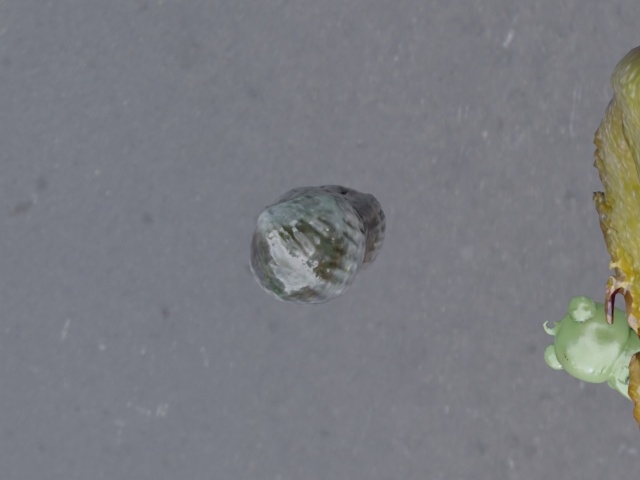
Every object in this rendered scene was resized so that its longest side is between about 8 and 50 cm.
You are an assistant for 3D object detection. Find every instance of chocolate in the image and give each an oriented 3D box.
[{"bbox_3d":[0.000,0.000,1.209,0.110,0.248,0.110,2,99,15],"label":"chocolate"}]

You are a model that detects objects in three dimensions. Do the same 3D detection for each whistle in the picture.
[{"bbox_3d":[0.353,0.128,1.440,0.227,0.085,0.105,19,129,2],"label":"whistle"}]

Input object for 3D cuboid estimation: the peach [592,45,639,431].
[{"bbox_3d":[0.355,0.031,0.986,0.416,0.339,0.353,42,91,-6],"label":"peach"}]
